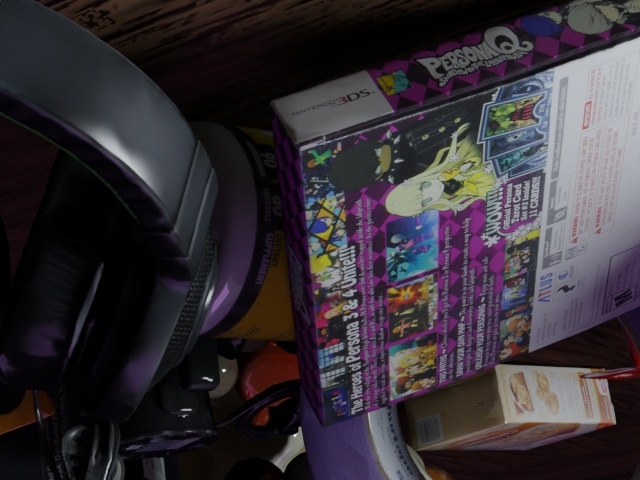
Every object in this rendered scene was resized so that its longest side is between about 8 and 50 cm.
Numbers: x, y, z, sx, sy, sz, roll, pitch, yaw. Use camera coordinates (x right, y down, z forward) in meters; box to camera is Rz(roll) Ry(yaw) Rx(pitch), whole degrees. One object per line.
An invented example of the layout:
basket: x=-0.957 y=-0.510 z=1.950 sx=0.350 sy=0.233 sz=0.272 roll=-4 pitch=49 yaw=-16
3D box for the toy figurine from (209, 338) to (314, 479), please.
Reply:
toy figurine: x=-0.036 y=0.148 z=1.211 sx=0.148 sy=0.209 sz=0.213 roll=3 pitch=160 yaw=-18

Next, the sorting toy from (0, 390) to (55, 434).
sorting toy: x=-0.356 y=0.146 z=1.088 sx=0.348 sy=0.196 sz=0.047 roll=-9 pitch=176 yaw=1

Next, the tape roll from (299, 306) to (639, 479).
tape roll: x=0.129 y=0.106 z=1.015 sx=0.275 sy=0.274 sz=0.090 roll=-13 pitch=174 yaw=14

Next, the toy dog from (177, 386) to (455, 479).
toy dog: x=-0.001 y=0.333 z=1.622 sx=0.408 sy=0.284 sz=0.395 roll=23 pitch=163 yaw=-34

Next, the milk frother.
milk frother: x=-0.085 y=0.076 z=1.075 sx=0.129 sy=0.134 sz=0.143 roll=-22 pitch=160 yaw=37

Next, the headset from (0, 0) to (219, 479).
headset: x=-0.164 y=0.038 z=0.729 sx=0.243 sy=0.185 sz=0.394 roll=4 pitch=148 yaw=14

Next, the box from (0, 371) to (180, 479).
box: x=-0.282 y=0.185 z=1.255 sx=0.294 sy=0.182 sz=0.296 roll=-10 pitch=163 yaw=1

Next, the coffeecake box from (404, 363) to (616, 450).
coffeecake box: x=0.210 y=0.187 z=1.700 sx=0.185 sy=0.068 sz=0.142 roll=6 pitch=158 yaw=-41

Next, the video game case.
video game case: x=0.084 y=-0.013 z=0.797 sx=0.210 sy=0.042 sz=0.232 roll=-20 pitch=142 yaw=-12

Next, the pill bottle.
pill bottle: x=0.000 y=0.000 z=0.892 sx=0.208 sy=0.119 sz=0.119 roll=5 pitch=159 yaw=-39

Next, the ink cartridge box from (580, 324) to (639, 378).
ink cartridge box: x=0.338 y=0.059 z=1.302 sx=0.231 sy=0.078 sz=0.134 roll=-16 pitch=168 yaw=23
